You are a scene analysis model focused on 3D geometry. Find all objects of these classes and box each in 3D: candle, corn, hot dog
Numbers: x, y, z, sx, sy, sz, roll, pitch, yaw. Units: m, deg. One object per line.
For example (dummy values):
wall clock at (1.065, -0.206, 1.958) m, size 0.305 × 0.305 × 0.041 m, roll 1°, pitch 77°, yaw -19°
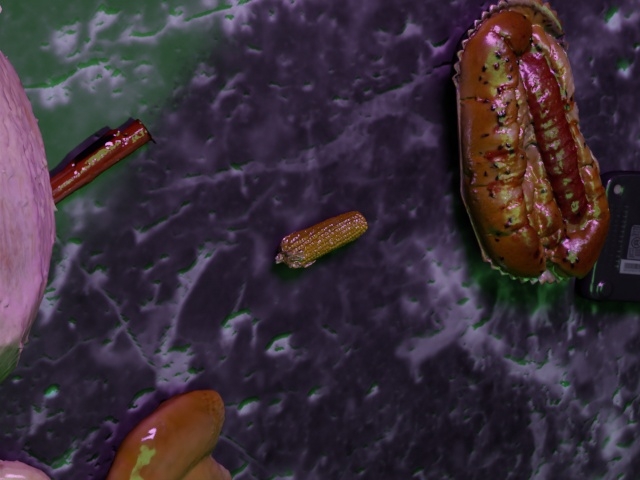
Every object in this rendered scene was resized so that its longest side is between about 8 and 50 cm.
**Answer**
candle at (-0.193, -0.035, 0.808) m, size 0.167 × 0.021 × 0.026 m, roll -38°, pitch 134°, yaw -16°
corn at (0.000, 0.000, 0.905) m, size 0.083 × 0.028 × 0.027 m, roll -24°, pitch 131°, yaw -20°
hot dog at (0.174, -0.079, 0.952) m, size 0.131 × 0.069 × 0.253 m, roll -22°, pitch 108°, yaw -20°

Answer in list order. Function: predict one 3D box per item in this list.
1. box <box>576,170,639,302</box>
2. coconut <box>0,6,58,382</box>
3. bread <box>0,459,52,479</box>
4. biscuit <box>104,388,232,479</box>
box at (0.300, -0.001, 1.053) m, size 0.126 × 0.027 × 0.125 m, roll 4°, pitch 98°, yaw -27°
coconut at (-0.290, -0.006, 0.620) m, size 0.297 × 0.297 × 0.255 m, roll -10°, pitch 93°, yaw -24°
bread at (-0.319, 0.262, 0.785) m, size 0.316 × 0.054 × 0.316 m, roll -5°, pitch 102°, yaw -24°
biscuit at (-0.115, 0.274, 0.872) m, size 0.154 × 0.045 × 0.299 m, roll -22°, pitch 109°, yaw -44°
